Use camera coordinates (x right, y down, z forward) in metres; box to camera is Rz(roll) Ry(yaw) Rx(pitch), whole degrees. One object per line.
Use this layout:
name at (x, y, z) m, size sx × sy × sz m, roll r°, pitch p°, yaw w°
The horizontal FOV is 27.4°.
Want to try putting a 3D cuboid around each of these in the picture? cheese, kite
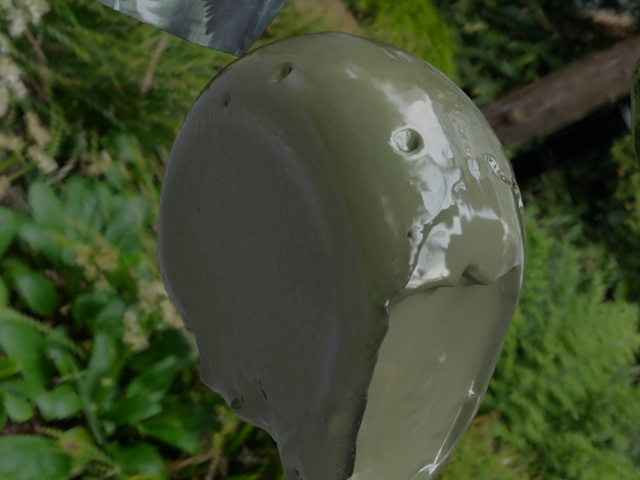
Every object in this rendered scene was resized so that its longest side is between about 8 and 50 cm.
cheese at (0.000, 0.000, 0.540) m, size 0.091 × 0.175 × 0.202 m, roll -1°, pitch 25°, yaw -31°
kite at (-0.135, -0.225, 0.923) m, size 0.169 × 0.310 × 0.015 m, roll -62°, pitch 155°, yaw -21°

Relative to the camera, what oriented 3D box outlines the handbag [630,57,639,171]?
handbag at (0.343, -0.041, 1.065) m, size 0.254 × 0.093 × 0.308 m, roll 65°, pitch 2°, yaw 26°
